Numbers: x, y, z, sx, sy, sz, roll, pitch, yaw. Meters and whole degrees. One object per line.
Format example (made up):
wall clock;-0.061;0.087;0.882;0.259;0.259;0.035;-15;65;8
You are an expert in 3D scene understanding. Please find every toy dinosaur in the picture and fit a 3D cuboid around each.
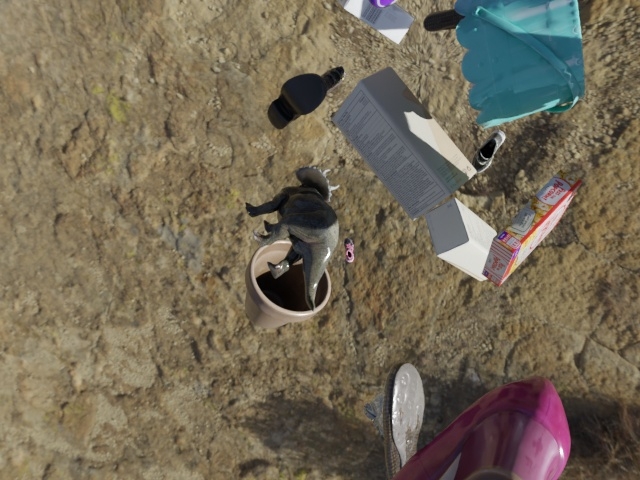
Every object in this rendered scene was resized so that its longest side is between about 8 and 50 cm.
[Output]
toy dinosaur;-0.033;-0.030;0.721;0.160;0.314;0.121;-25;132;9

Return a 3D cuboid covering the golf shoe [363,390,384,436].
golf shoe;0.142;0.334;0.783;0.069;0.176;0.086;44;83;-13

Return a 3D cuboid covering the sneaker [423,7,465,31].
sneaker;0.398;-0.650;1.190;0.188;0.071;0.066;7;126;19

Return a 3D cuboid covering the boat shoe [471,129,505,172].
boat shoe;0.667;-0.351;1.666;0.077;0.070;0.219;37;151;16

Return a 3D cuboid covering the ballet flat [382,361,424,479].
ballet flat;0.120;0.299;0.627;0.058;0.084;0.250;10;112;50

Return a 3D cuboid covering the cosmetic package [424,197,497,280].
cosmetic package;0.473;0.006;1.306;0.113;0.161;0.309;-31;141;34

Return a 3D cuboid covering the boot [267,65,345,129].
boot;-0.012;-0.404;1.074;0.262;0.229;0.091;-9;120;56

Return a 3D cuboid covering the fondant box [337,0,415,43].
fondant box;0.145;-0.817;1.370;0.238;0.331;0.096;14;130;-33

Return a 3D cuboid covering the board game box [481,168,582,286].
board game box;0.390;-0.020;0.767;0.193;0.147;0.045;-43;61;-12

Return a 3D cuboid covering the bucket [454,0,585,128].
bucket;0.380;-0.362;0.773;0.182;0.281;0.282;-8;111;32

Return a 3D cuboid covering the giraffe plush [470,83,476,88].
giraffe plush;0.511;-0.443;1.022;0.170;0.210;0.182;-30;111;-21

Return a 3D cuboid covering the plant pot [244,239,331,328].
plant pot;-0.131;0.163;1.287;0.263;0.263;0.229;36;136;-2

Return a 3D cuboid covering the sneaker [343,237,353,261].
sneaker;0.136;0.041;1.953;0.047;0.057;0.120;-10;76;5

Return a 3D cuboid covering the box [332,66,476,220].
box;0.185;-0.219;0.933;0.311;0.121;0.148;53;147;1

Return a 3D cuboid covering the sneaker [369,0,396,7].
sneaker;0.172;-0.448;0.653;0.293;0.102;0.146;-24;85;63

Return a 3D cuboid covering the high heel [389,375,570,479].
high heel;0.141;0.310;0.484;0.127;0.181;0.377;47;126;17
